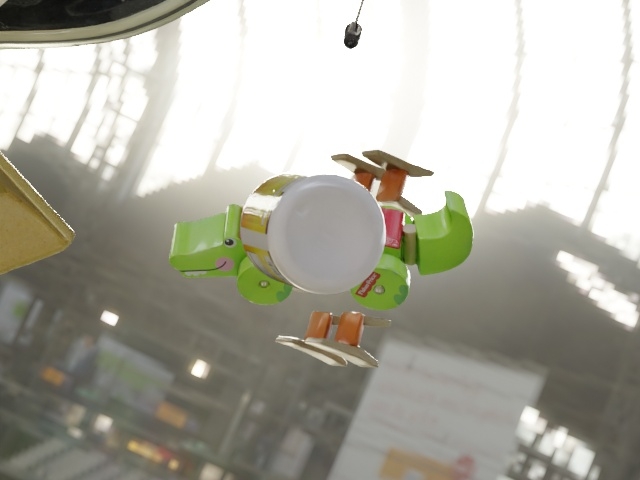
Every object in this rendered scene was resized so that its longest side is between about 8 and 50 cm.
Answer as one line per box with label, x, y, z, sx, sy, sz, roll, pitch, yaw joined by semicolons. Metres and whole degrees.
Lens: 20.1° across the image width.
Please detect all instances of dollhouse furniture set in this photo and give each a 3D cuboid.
dollhouse furniture set;-0.001;0.015;2.308;0.135;0.262;0.259;23;-12;-29

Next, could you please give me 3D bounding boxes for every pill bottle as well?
pill bottle;-0.014;-0.011;1.813;0.117;0.117;0.215;27;-3;-13

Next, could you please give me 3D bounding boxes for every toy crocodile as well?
toy crocodile;0.000;0.000;2.002;0.340;0.115;0.105;2;-49;8

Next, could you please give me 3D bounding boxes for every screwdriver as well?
screwdriver;0.043;-0.267;2.199;0.024;0.025;0.170;35;20;-10

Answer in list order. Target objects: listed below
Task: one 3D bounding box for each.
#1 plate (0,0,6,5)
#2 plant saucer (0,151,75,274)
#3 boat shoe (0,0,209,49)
plate;-0.244;-0.328;1.601;0.045;0.277;0.278;31;-15;-19
plant saucer;-0.428;-0.035;1.595;0.333;0.081;0.333;-20;-27;5
boat shoe;-0.300;-0.308;1.893;0.500;0.187;0.156;-7;-44;7
